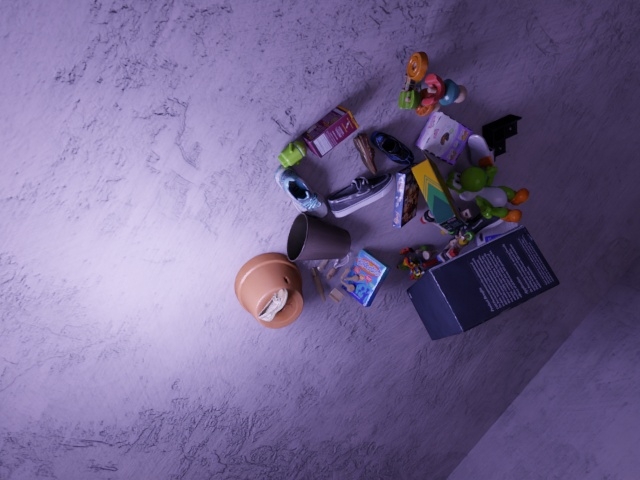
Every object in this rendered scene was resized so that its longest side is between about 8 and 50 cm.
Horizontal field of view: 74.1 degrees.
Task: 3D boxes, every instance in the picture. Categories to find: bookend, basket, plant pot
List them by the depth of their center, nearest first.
[{"bbox_3d":[-0.194,0.223,1.748,0.290,0.203,0.291,-10,119,-18],"label":"plant pot"},{"bbox_3d":[0.000,0.000,1.750,0.226,0.154,0.205,7,113,-31],"label":"basket"},{"bbox_3d":[0.815,-0.459,1.902,0.156,0.072,0.157,-24,124,-11],"label":"bookend"}]

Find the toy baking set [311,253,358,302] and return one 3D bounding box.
[{"bbox_3d":[0.059,0.150,1.896,0.196,0.030,0.257,-24,101,-5],"label":"toy baking set"}]

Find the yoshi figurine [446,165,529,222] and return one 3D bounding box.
[{"bbox_3d":[0.743,-0.217,1.874,0.361,0.204,0.203,22,126,-5],"label":"yoshi figurine"}]

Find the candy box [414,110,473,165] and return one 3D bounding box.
[{"bbox_3d":[0.520,-0.432,1.789,0.196,0.070,0.165,18,108,-31],"label":"candy box"}]

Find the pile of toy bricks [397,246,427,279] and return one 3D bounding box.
[{"bbox_3d":[0.419,0.118,2.033,0.105,0.118,0.212,-26,146,25],"label":"pile of toy bricks"}]

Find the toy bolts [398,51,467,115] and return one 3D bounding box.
[{"bbox_3d":[0.418,-0.558,1.526,0.158,0.228,0.219,0,108,-23],"label":"toy bolts"}]

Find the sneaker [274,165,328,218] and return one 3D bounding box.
[{"bbox_3d":[-0.065,-0.164,1.645,0.110,0.122,0.283,-46,124,5],"label":"sneaker"}]

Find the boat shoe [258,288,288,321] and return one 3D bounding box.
[{"bbox_3d":[-0.179,0.243,1.609,0.048,0.056,0.153,25,112,-36],"label":"boat shoe"}]

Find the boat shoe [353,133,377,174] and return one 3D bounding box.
[{"bbox_3d":[0.193,-0.345,1.696,0.060,0.064,0.178,-33,121,-3],"label":"boat shoe"}]

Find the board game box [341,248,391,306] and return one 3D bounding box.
[{"bbox_3d":[0.204,0.168,1.915,0.047,0.160,0.211,6,114,-50],"label":"board game box"}]

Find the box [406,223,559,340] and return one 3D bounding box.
[{"bbox_3d":[0.703,0.213,1.937,0.471,0.298,0.480,-23,164,-7],"label":"box"}]

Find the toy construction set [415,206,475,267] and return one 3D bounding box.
[{"bbox_3d":[0.606,-0.019,1.980,0.237,0.258,0.309,-16,143,-29],"label":"toy construction set"}]

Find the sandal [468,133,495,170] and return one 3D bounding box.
[{"bbox_3d":[0.714,-0.396,1.853,0.076,0.101,0.265,-62,146,-13],"label":"sandal"}]

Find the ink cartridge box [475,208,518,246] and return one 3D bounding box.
[{"bbox_3d":[0.892,-0.044,2.153,0.208,0.045,0.207,-13,124,15],"label":"ink cartridge box"}]

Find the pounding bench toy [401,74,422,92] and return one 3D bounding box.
[{"bbox_3d":[0.368,-0.606,1.641,0.083,0.052,0.065,-2,116,-23],"label":"pounding bench toy"}]

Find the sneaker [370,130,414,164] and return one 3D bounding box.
[{"bbox_3d":[0.307,-0.363,1.721,0.232,0.090,0.082,22,106,-31],"label":"sneaker"}]

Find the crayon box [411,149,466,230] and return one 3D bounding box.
[{"bbox_3d":[0.480,-0.201,1.752,0.081,0.319,0.202,-29,158,24],"label":"crayon box"}]

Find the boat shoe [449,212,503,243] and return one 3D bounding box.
[{"bbox_3d":[0.748,-0.073,2.065,0.302,0.114,0.091,-34,99,7],"label":"boat shoe"}]

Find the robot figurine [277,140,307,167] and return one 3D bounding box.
[{"bbox_3d":[-0.101,-0.324,1.578,0.115,0.067,0.101,-37,152,-2],"label":"robot figurine"}]

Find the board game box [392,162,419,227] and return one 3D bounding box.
[{"bbox_3d":[0.371,-0.194,1.819,0.165,0.042,0.244,-34,133,-45],"label":"board game box"}]

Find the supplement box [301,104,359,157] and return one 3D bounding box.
[{"bbox_3d":[0.034,-0.404,1.572,0.188,0.104,0.081,-39,125,0],"label":"supplement box"}]

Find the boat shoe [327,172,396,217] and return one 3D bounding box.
[{"bbox_3d":[0.168,-0.211,1.739,0.301,0.108,0.102,-28,124,0],"label":"boat shoe"}]
